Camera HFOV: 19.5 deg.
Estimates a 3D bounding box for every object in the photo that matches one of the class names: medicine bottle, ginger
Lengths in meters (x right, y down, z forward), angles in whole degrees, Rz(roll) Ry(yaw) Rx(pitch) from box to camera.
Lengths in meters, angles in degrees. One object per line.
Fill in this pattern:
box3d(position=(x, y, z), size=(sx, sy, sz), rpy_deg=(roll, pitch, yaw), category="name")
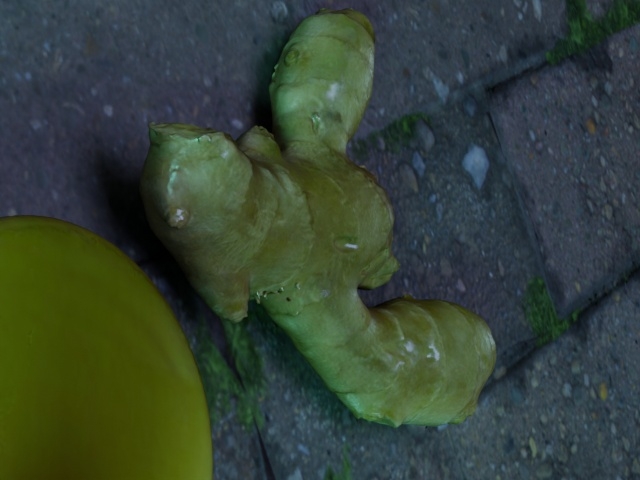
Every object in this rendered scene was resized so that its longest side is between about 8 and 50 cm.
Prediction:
box3d(position=(-0.217, 0.122, 1.026), size=(0.238, 0.232, 0.237), rpy_deg=(22, 62, -48), category="medicine bottle")
box3d(position=(-0.009, 0.015, 1.468), size=(0.348, 0.122, 0.363), rpy_deg=(-28, 108, -52), category="ginger")
